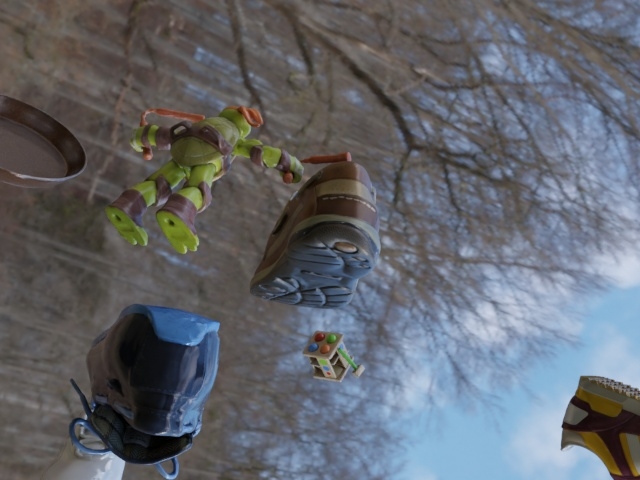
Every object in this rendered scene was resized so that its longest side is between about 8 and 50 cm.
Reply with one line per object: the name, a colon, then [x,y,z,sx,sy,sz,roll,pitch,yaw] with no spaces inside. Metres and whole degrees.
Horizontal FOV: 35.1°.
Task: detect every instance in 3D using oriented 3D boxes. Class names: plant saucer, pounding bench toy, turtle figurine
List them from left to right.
plant saucer: [-0.338,-0.107,1.100,0.029,0.168,0.168,-58,-141,25]
turtle figurine: [-0.120,-0.084,1.105,0.270,0.087,0.217,16,-131,19]
pounding bench toy: [0.024,0.182,1.600,0.083,0.065,0.052,4,-137,32]

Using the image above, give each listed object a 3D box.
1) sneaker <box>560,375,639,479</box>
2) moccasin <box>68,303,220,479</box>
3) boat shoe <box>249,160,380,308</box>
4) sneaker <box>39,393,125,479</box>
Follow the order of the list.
sneaker: [0.301,0.187,0.886,0.185,0.069,0.084,24,-80,36]
moccasin: [-0.172,0.149,0.930,0.342,0.138,0.116,116,-16,-70]
boat shoe: [0.000,0.000,1.209,0.324,0.123,0.120,138,-37,-66]
sneaker: [-0.298,0.264,1.345,0.297,0.111,0.129,-80,-177,-69]
